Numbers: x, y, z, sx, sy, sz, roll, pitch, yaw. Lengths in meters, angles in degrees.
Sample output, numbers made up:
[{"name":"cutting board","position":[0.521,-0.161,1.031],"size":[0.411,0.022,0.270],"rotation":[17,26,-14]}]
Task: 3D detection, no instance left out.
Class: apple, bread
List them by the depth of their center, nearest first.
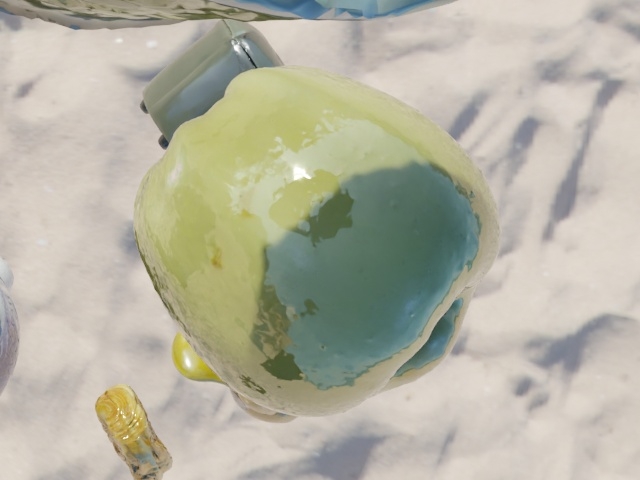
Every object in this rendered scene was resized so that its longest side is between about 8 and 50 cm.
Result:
[{"name":"apple","position":[0.000,0.000,0.741],"size":[0.200,0.200,0.200],"rotation":[-3,97,-29]},{"name":"bread","position":[-0.175,0.185,1.281],"size":[0.044,0.083,0.111],"rotation":[-29,145,-12]}]

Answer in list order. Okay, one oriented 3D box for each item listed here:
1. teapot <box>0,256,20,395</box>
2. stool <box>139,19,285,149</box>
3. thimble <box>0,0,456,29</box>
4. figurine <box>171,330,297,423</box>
[{"name":"teapot","position":[-0.504,0.128,1.648],"size":[0.252,0.280,0.424],"rotation":[48,49,-4]},{"name":"stool","position":[-0.077,-0.110,1.045],"size":[0.110,0.096,0.096],"rotation":[-36,113,4]},{"name":"thimble","position":[-0.030,-0.185,0.350],"size":[0.271,0.150,0.271],"rotation":[-6,102,-31]},{"name":"figurine","position":[-0.067,0.122,1.723],"size":[0.215,0.215,0.228],"rotation":[13,130,-30]}]
